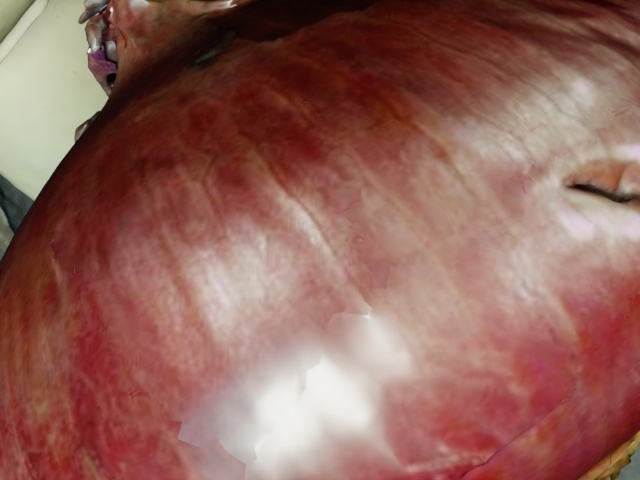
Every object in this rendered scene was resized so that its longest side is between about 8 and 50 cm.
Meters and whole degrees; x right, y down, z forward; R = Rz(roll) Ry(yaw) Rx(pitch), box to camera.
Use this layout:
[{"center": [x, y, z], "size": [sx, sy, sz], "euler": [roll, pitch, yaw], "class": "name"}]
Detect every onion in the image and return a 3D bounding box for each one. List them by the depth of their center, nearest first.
[{"center": [0.000, 0.000, 0.583], "size": [0.347, 0.348, 0.285], "euler": [-35, 84, 44], "class": "onion"}]

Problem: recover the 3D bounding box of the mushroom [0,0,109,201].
[{"center": [-0.179, -0.129, 0.714], "size": [0.314, 0.314, 0.336], "euler": [-9, 143, 40], "class": "mushroom"}]
